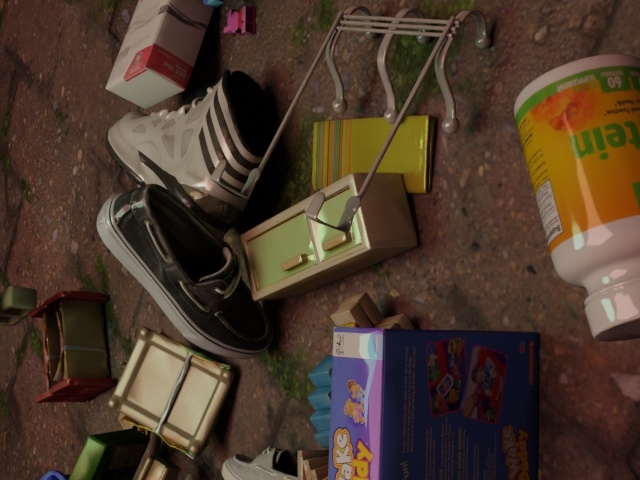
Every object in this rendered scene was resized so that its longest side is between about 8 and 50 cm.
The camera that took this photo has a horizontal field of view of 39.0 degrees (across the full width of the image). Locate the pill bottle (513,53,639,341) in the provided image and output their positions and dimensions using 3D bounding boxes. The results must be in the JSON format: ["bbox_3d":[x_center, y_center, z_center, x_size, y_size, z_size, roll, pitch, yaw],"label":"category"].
[{"bbox_3d":[0.275,-0.037,0.848,0.136,0.136,0.246,-32,61,46],"label":"pill bottle"}]

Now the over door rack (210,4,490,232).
[{"bbox_3d":[0.043,-0.151,1.126,0.239,0.108,0.324,20,69,51],"label":"over door rack"}]

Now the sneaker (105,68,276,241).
[{"bbox_3d":[-0.197,-0.176,1.513,0.257,0.169,0.447,-54,37,7],"label":"sneaker"}]

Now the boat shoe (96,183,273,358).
[{"bbox_3d":[-0.171,0.054,1.293,0.119,0.335,0.121,-20,37,39],"label":"boat shoe"}]

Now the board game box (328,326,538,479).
[{"bbox_3d":[0.120,0.264,0.931,0.078,0.233,0.347,-4,81,52],"label":"board game box"}]

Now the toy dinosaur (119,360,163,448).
[{"bbox_3d":[-0.305,0.280,1.650,0.183,0.053,0.092,57,147,24],"label":"toy dinosaur"}]

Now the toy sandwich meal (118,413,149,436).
[{"bbox_3d":[-0.352,0.351,1.703,0.085,0.029,0.085,-10,78,52],"label":"toy sandwich meal"}]

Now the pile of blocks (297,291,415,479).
[{"bbox_3d":[0.062,0.235,1.081,0.112,0.149,0.362,-22,68,50],"label":"pile of blocks"}]

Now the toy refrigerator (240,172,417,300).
[{"bbox_3d":[0.000,0.000,1.226,0.269,0.094,0.102,-25,73,49],"label":"toy refrigerator"}]

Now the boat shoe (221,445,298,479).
[{"bbox_3d":[-0.055,0.338,1.288,0.227,0.079,0.081,13,87,48],"label":"boat shoe"}]

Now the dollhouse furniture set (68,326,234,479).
[{"bbox_3d":[-0.257,0.316,1.538,0.197,0.151,0.301,24,89,21],"label":"dollhouse furniture set"}]

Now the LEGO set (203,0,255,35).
[{"bbox_3d":[-0.172,-0.454,1.529,0.093,0.087,0.227,-11,75,51],"label":"LEGO set"}]

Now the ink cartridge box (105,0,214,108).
[{"bbox_3d":[-0.280,-0.361,1.607,0.158,0.092,0.218,-10,61,52],"label":"ink cartridge box"}]

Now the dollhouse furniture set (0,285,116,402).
[{"bbox_3d":[-0.602,0.202,1.773,0.152,0.374,0.201,-29,61,42],"label":"dollhouse furniture set"}]

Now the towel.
[{"bbox_3d":[0.067,-0.116,1.229,0.237,0.021,0.102,6,95,52],"label":"towel"}]

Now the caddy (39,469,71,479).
[{"bbox_3d":[-0.460,0.599,1.690,0.241,0.179,0.341,-48,50,36],"label":"caddy"}]

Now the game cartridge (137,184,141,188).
[{"bbox_3d":[-0.343,-0.141,1.769,0.056,0.017,0.083,-31,62,50],"label":"game cartridge"}]
